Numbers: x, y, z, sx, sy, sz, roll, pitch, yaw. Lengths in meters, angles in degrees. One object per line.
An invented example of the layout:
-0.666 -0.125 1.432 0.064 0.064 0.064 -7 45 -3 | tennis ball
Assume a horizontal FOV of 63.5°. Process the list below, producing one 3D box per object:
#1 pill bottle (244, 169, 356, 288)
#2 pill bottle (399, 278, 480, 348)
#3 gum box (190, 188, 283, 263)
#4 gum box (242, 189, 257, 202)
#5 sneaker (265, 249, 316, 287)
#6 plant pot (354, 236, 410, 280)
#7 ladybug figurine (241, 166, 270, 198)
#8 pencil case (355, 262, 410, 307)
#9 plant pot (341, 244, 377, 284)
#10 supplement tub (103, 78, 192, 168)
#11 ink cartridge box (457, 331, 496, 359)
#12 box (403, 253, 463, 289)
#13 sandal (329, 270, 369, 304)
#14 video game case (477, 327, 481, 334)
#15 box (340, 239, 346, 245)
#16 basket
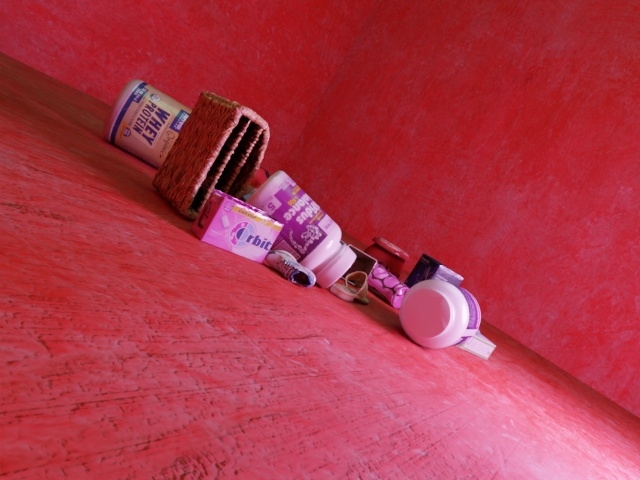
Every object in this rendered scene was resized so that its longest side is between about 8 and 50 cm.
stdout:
-0.055 -0.022 1.339 0.301 0.169 0.169 44 4 -6 | pill bottle
0.327 0.202 1.419 0.182 0.181 0.323 33 6 26 | pill bottle
-0.189 -0.032 1.168 0.188 0.107 0.062 25 8 -44 | gum box
-0.214 -0.169 2.070 0.184 0.157 0.041 42 -26 61 | gum box
-0.070 0.067 1.221 0.135 0.052 0.058 30 10 -4 | sneaker
0.245 0.092 2.045 0.191 0.174 0.191 31 3 -2 | plant pot
-0.387 -0.306 2.304 0.449 0.161 0.305 28 6 -27 | ladybug figurine
0.211 0.147 1.783 0.209 0.095 0.098 37 15 37 | pencil case
0.108 0.089 1.723 0.109 0.109 0.096 31 -8 -3 | plant pot
-0.514 -0.353 1.700 0.316 0.228 0.228 29 6 -13 | supplement tub
0.487 0.328 1.760 0.209 0.062 0.109 27 8 -32 | ink cartridge box
0.372 0.170 1.800 0.108 0.207 0.153 29 6 -17 | box
0.103 0.125 1.456 0.088 0.079 0.240 33 6 22 | sandal
0.568 0.280 2.163 0.274 0.026 0.196 42 23 -16 | video game case
0.000 0.000 1.763 0.183 0.056 0.231 39 -9 9 | box
-0.243 -0.189 1.310 0.213 0.299 0.223 28 4 -43 | basket
